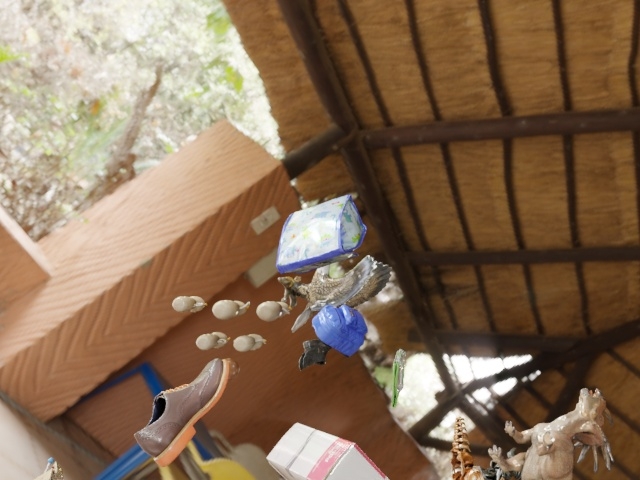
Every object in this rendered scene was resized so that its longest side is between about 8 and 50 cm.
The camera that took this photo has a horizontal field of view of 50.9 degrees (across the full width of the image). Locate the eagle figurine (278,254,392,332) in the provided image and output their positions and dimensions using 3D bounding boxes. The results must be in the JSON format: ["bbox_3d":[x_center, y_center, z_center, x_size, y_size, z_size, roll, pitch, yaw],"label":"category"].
[{"bbox_3d":[0.038,0.133,1.910,0.298,0.226,0.225,2,-51,16],"label":"eagle figurine"}]

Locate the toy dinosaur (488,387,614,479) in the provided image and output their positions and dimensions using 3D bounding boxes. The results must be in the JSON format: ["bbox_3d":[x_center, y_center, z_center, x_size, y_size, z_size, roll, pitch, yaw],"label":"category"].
[{"bbox_3d":[0.454,0.432,1.307,0.200,0.295,0.127,17,19,-20],"label":"toy dinosaur"}]

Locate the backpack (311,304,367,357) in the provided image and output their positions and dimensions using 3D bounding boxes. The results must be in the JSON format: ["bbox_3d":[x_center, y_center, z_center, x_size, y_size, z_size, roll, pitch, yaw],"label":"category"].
[{"bbox_3d":[0.044,0.206,1.625,0.120,0.101,0.098,28,19,-34],"label":"backpack"}]

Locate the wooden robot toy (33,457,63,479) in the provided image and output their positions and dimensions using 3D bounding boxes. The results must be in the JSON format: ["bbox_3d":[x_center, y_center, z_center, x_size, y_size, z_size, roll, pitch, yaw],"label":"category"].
[{"bbox_3d":[-0.556,0.502,1.324,0.076,0.079,0.173,68,-9,-14],"label":"wooden robot toy"}]

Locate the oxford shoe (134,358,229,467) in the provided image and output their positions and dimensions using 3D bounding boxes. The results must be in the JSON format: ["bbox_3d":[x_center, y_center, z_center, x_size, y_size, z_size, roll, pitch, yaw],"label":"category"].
[{"bbox_3d":[-0.278,0.328,1.386,0.098,0.271,0.097,45,-51,-10],"label":"oxford shoe"}]

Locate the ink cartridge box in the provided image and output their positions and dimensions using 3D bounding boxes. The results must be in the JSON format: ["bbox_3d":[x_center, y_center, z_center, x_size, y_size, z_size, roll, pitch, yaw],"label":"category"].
[{"bbox_3d":[0.031,0.523,1.468,0.207,0.117,0.283,49,-23,-15],"label":"ink cartridge box"}]

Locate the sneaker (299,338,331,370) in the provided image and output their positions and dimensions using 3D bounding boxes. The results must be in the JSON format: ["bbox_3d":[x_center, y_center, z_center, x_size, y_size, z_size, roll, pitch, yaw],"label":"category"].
[{"bbox_3d":[0.000,0.366,2.187,0.051,0.170,0.089,-34,-115,49],"label":"sneaker"}]

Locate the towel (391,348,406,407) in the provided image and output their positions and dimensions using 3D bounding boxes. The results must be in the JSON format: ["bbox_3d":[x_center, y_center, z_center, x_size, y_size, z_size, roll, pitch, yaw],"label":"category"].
[{"bbox_3d":[0.195,0.340,1.666,0.152,0.023,0.113,-23,114,-78],"label":"towel"}]

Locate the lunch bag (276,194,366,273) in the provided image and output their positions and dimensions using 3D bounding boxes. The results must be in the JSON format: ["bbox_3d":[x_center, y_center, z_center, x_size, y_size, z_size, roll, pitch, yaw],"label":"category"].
[{"bbox_3d":[0.000,0.000,1.175,0.096,0.129,0.151,63,24,-18],"label":"lunch bag"}]

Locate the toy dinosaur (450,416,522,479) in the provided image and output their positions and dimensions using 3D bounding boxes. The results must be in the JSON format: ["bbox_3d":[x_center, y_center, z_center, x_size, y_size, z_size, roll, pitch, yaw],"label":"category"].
[{"bbox_3d":[0.401,0.597,1.636,0.164,0.218,0.322,-19,-105,63],"label":"toy dinosaur"}]

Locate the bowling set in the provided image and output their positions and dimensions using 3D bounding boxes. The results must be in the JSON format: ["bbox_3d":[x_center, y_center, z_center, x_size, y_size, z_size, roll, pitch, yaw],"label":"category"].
[{"bbox_3d":[-0.226,0.235,1.660,0.287,0.200,0.154,6,-2,11],"label":"bowling set"}]
